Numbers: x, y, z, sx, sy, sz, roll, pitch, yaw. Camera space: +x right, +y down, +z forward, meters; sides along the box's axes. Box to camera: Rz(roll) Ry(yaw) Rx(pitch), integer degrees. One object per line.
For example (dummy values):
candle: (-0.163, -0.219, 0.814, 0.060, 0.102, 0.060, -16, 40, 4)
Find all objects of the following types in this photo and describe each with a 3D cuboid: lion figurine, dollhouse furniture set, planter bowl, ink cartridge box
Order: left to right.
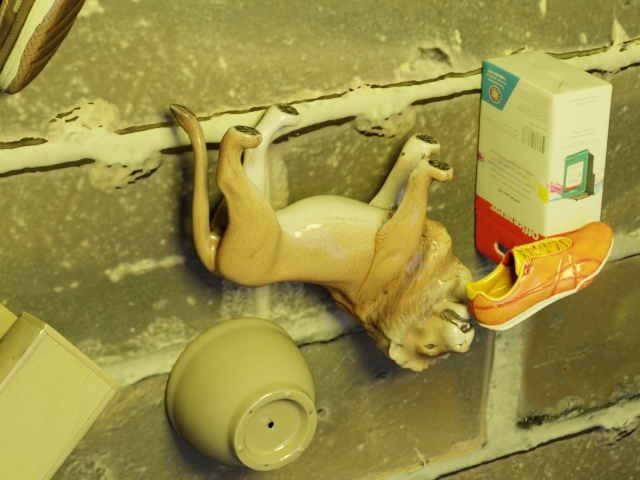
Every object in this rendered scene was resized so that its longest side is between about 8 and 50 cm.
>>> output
dollhouse furniture set: (-0.315, 0.130, 1.223, 0.161, 0.242, 0.212, -54, 129, -14)
planter bowl: (-0.070, 0.177, 1.478, 0.162, 0.109, 0.162, -13, 119, -24)
lion figurine: (0.000, 0.000, 1.439, 0.392, 0.142, 0.240, 13, 114, -20)
ink cartridge box: (0.238, -0.076, 1.522, 0.078, 0.134, 0.231, -13, 119, -25)

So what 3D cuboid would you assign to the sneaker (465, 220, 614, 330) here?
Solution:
sneaker: (0.231, 0.028, 1.444, 0.175, 0.064, 0.067, -33, 122, -13)

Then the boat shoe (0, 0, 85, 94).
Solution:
boat shoe: (-0.239, -0.254, 1.201, 0.095, 0.095, 0.257, 30, 105, -2)
